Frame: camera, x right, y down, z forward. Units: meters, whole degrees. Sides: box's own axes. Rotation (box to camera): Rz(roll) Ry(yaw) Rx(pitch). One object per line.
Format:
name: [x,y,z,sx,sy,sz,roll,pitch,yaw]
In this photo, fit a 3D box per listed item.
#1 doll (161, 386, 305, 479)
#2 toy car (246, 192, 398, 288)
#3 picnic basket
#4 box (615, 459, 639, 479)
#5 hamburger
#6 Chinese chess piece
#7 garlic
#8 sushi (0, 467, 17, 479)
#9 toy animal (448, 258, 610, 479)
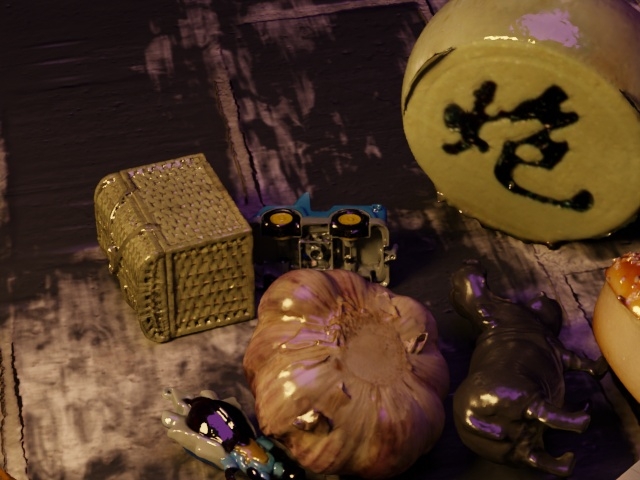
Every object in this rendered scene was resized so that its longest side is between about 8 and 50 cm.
doll: [-0.102,0.211,1.895,0.096,0.070,0.195,-25,49,-39]
toy car: [0.000,0.000,2.163,0.191,0.097,0.100,0,31,3]
picnic basket: [-0.181,0.009,2.134,0.154,0.134,0.196,-11,36,-17]
box: [0.341,0.297,1.739,0.155,0.067,0.243,27,45,36]
hamburger: [0.393,0.103,1.902,0.237,0.147,0.237,34,25,-19]
Chinese chess piece: [0.267,-0.155,2.147,0.349,0.349,0.146,11,48,19]
garlic: [0.022,0.147,1.892,0.245,0.160,0.245,13,59,-22]
sushi: [-0.319,0.306,1.725,0.287,0.149,0.140,33,61,4]
toy animal: [0.222,0.138,1.937,0.168,0.106,0.343,13,25,-4]
